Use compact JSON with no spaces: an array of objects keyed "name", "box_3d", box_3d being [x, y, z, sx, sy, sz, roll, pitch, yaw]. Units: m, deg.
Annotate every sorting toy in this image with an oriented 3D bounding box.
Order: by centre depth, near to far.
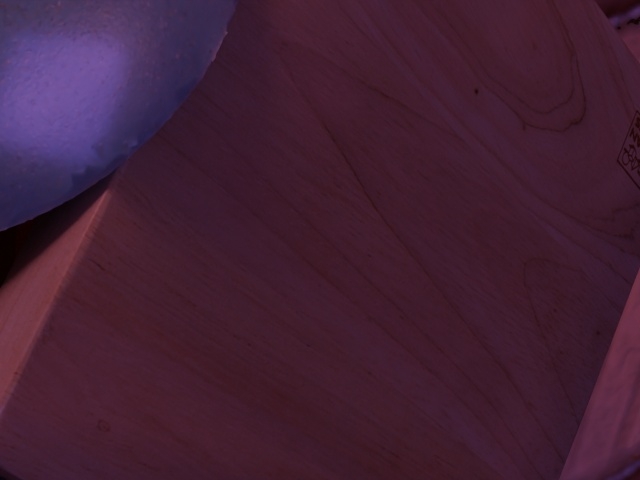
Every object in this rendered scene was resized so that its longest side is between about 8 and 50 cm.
[{"name":"sorting toy","box_3d":[0.000,0.000,0.561,0.257,0.089,0.255,42,65,-44]}]

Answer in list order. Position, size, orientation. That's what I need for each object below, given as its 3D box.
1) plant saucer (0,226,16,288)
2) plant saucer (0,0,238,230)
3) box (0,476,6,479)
[{"name":"plant saucer","box_3d":[-0.125,0.087,0.582,0.258,0.048,0.259,-34,122,-19]},{"name":"plant saucer","box_3d":[-0.117,-0.093,0.444,0.195,0.195,0.037,-44,161,-12]},{"name":"box","box_3d":[-0.181,0.052,0.487,0.116,0.029,0.162,-42,124,-14]}]
